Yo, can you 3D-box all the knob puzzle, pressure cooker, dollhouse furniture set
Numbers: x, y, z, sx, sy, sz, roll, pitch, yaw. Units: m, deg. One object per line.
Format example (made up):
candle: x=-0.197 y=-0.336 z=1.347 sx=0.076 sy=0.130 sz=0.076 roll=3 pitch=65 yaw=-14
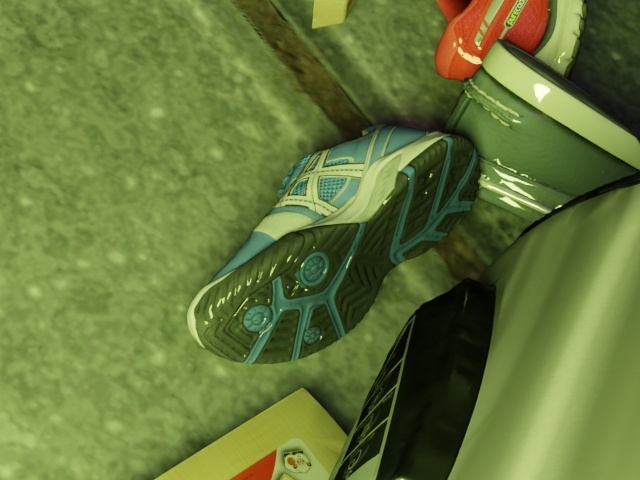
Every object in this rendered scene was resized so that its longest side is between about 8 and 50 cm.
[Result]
knob puzzle: x=-0.013 y=0.195 z=0.968 sx=0.213 sy=0.030 sz=0.213 roll=11 pitch=54 yaw=-16
pressure cooker: x=0.169 y=0.204 z=0.790 sx=0.370 sy=0.376 sz=0.420 roll=56 pitch=38 yaw=-20
dollhouse furniture set: x=-0.001 y=-0.210 z=1.221 sx=0.081 sy=0.091 sz=0.114 roll=20 pitch=54 yaw=11

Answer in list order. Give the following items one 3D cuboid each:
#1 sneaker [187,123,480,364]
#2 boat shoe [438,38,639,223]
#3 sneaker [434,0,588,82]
sneaker: x=0.000 y=0.000 z=1.087 sx=0.211 sy=0.080 sz=0.081 roll=-35 pitch=40 yaw=-28
boat shoe: x=0.212 y=-0.001 z=1.168 sx=0.319 sy=0.099 sz=0.116 roll=36 pitch=13 yaw=-10
sneaker: x=0.118 y=-0.219 z=1.257 sx=0.118 sy=0.107 sz=0.279 roll=7 pitch=53 yaw=-7
